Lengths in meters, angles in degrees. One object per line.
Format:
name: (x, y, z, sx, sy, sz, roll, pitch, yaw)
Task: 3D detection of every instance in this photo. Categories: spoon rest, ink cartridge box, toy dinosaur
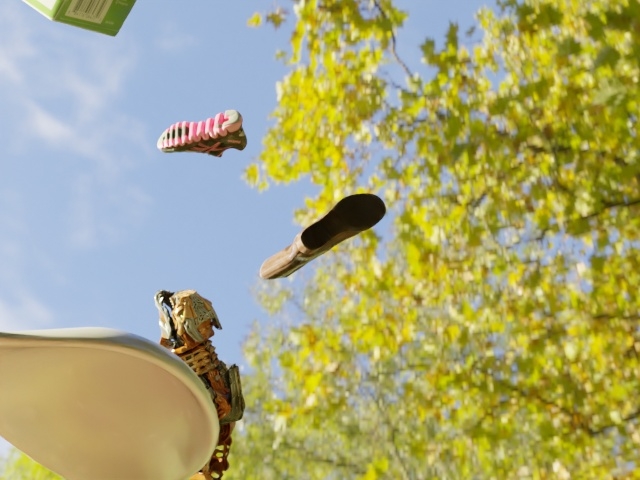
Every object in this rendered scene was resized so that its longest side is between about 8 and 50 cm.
spoon rest: (-0.188, 0.073, 0.702, 0.276, 0.084, 0.137, 37, -57, -13)
ink cartridge box: (-0.288, -0.280, 1.088, 0.209, 0.109, 0.062, 34, -76, 17)
toy dinosaur: (-0.185, 0.217, 1.407, 0.218, 0.164, 0.322, 6, -90, 32)

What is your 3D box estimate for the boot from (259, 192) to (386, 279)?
boot: (0.000, 0.000, 1.092, 0.037, 0.106, 0.114, 61, -29, 8)

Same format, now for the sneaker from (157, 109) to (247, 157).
sneaker: (-0.146, -0.122, 1.416, 0.119, 0.047, 0.057, -10, -46, 17)
